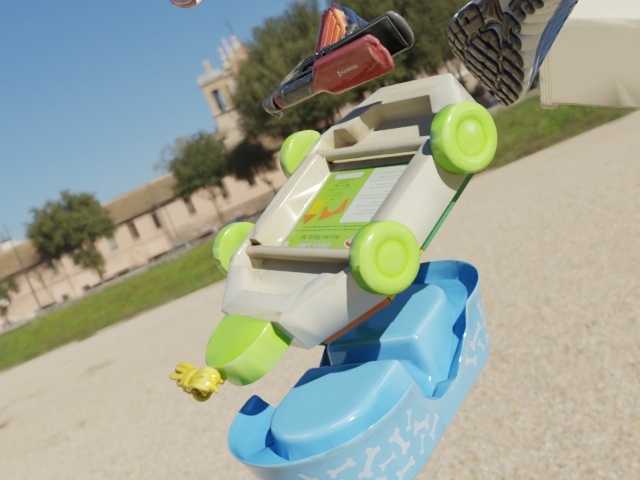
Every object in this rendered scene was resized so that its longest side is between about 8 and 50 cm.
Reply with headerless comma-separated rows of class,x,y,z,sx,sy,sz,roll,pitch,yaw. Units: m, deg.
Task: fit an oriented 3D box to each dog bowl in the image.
dog bowl,0.047,0.122,0.804,0.165,0.074,0.297,-12,22,37

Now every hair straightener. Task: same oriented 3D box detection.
hair straightener,0.016,-0.172,0.935,0.089,0.047,0.230,-51,15,-30

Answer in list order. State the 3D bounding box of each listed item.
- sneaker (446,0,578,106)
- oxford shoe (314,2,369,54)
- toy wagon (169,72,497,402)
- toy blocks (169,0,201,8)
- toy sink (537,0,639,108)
sneaker,0.247,-0.272,1.054,0.147,0.130,0.330,-35,-14,-18
oxford shoe,0.066,-0.359,1.705,0.132,0.130,0.364,10,19,-6
toy wagon,0.000,0.000,0.805,0.344,0.068,0.267,-56,25,-18
toy blocks,-0.175,-0.544,1.418,0.288,0.309,0.260,-27,10,6
toy sink,0.375,-0.261,1.280,0.234,0.131,0.153,9,31,32
